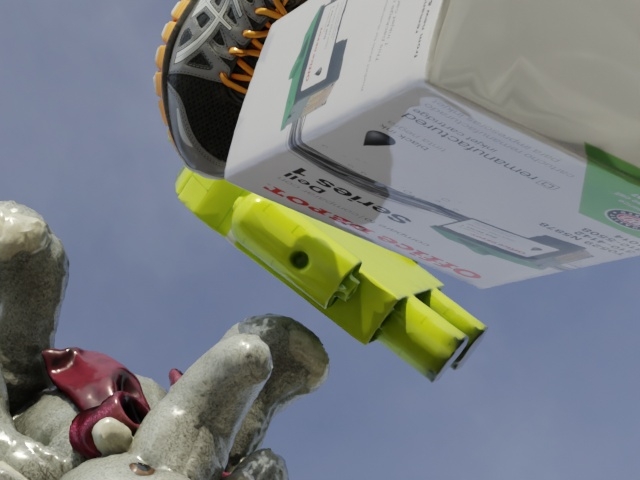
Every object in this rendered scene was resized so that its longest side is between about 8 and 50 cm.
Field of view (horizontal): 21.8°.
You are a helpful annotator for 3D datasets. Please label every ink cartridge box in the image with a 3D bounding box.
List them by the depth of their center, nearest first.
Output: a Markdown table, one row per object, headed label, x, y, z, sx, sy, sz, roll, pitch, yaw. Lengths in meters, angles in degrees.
| label | x | y | z | sx | sy | sz | roll | pitch | yaw |
| --- | --- | --- | --- | --- | --- | --- | --- | --- | --- |
| ink cartridge box | 0.073 | -0.055 | 0.745 | 0.160 | 0.219 | 0.092 | 23 | -107 | -19 |

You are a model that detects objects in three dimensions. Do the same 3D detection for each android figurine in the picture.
| label | x | y | z | sx | sy | sz | roll | pitch | yaw |
| --- | --- | --- | --- | --- | --- | --- | --- | --- | --- |
| android figurine | 0.000 | 0.000 | 1.230 | 0.273 | 0.248 | 0.056 | 39 | -79 | 13 |

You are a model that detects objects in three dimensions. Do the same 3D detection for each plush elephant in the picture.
| label | x | y | z | sx | sy | sz | roll | pitch | yaw |
| --- | --- | --- | --- | --- | --- | --- | --- | --- | --- |
| plush elephant | -0.114 | 0.144 | 0.987 | 0.272 | 0.255 | 0.330 | 32 | -109 | -23 |

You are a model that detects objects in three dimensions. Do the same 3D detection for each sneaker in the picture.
| label | x | y | z | sx | sy | sz | roll | pitch | yaw |
| --- | --- | --- | --- | --- | --- | --- | --- | --- | --- |
| sneaker | -0.039 | -0.141 | 1.046 | 0.084 | 0.083 | 0.215 | 14 | -86 | -40 |
